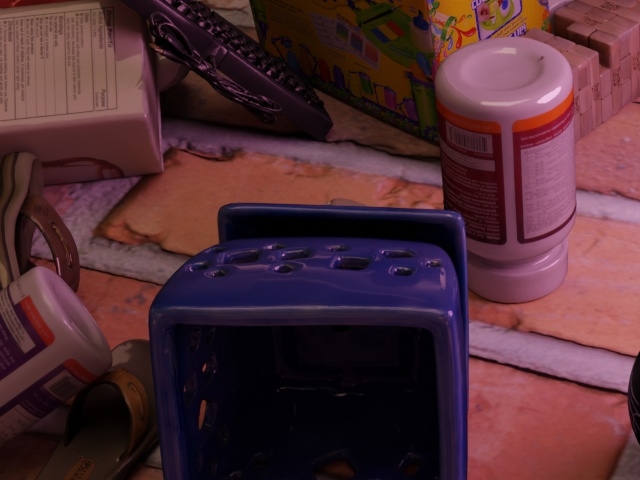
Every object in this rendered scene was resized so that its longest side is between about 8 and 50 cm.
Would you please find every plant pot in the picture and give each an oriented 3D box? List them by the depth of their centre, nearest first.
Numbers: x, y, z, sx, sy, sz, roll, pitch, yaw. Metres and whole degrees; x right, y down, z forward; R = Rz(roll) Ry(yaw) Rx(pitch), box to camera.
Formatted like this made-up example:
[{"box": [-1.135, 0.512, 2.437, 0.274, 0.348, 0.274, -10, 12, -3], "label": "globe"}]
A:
[{"box": [0.007, 0.098, 1.452, 0.235, 0.236, 0.212, 2, 31, 11], "label": "plant pot"}]

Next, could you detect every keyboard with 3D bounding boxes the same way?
[{"box": [-0.107, -0.198, 1.838, 0.033, 0.317, 0.201, -46, 32, 18], "label": "keyboard"}]

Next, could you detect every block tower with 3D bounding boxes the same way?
[{"box": [0.265, -0.178, 1.886, 0.091, 0.097, 0.335, 28, 50, 37], "label": "block tower"}]

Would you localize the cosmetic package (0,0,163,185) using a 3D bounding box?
[{"box": [-0.316, -0.143, 1.865, 0.296, 0.129, 0.153, -5, 64, 3], "label": "cosmetic package"}]

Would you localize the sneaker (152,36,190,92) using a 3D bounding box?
[{"box": [-0.277, -0.228, 2.011, 0.297, 0.129, 0.111, 14, 40, 24], "label": "sneaker"}]

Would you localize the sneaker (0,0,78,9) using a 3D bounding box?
[{"box": [-0.308, -0.268, 1.940, 0.221, 0.087, 0.128, -5, 65, -12], "label": "sneaker"}]

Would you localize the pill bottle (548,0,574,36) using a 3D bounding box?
[{"box": [0.219, -0.263, 2.011, 0.086, 0.086, 0.152, -24, 40, -21], "label": "pill bottle"}]

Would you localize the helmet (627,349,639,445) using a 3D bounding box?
[{"box": [0.322, 0.119, 1.422, 0.169, 0.169, 0.162, -17, 54, -13], "label": "helmet"}]

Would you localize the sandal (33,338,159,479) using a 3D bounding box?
[{"box": [-0.185, 0.153, 1.543, 0.090, 0.060, 0.219, 11, 40, 22], "label": "sandal"}]

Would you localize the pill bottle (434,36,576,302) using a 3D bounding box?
[{"box": [0.168, -0.060, 1.634, 0.121, 0.221, 0.121, -5, 37, 3], "label": "pill bottle"}]

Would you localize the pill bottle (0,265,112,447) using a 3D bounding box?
[{"box": [-0.280, 0.117, 1.531, 0.193, 0.108, 0.108, -35, 39, 4], "label": "pill bottle"}]

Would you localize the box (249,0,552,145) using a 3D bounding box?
[{"box": [0.069, -0.294, 1.904, 0.177, 0.279, 0.290, -38, 47, -26], "label": "box"}]

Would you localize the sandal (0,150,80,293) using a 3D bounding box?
[{"box": [-0.266, 0.012, 1.707, 0.086, 0.120, 0.303, 5, 36, -7], "label": "sandal"}]

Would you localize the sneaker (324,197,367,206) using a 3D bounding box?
[{"box": [0.000, 0.000, 1.727, 0.134, 0.051, 0.070, -15, 36, -15], "label": "sneaker"}]
